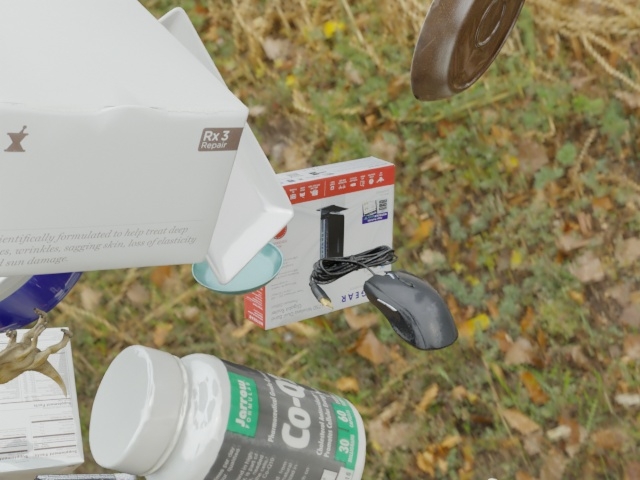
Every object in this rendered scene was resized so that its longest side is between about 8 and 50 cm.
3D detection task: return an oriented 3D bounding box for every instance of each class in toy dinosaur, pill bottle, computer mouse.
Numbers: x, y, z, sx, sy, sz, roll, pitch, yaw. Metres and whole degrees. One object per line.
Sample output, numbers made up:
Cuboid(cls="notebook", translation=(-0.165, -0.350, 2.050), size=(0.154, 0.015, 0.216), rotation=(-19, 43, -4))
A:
Cuboid(cls="toy dinosaur", translation=(-0.331, 0.129, 1.253), size=(0.053, 0.183, 0.092), rotation=(38, 92, 21))
Cuboid(cls="pill bottle", translation=(-0.131, 0.279, 1.573), size=(0.204, 0.361, 0.204), rotation=(-33, 47, 43))
Cuboid(cls="computer mouse", translation=(0.094, 0.085, 1.752), size=(0.184, 0.060, 0.262), rotation=(-12, 40, -23))

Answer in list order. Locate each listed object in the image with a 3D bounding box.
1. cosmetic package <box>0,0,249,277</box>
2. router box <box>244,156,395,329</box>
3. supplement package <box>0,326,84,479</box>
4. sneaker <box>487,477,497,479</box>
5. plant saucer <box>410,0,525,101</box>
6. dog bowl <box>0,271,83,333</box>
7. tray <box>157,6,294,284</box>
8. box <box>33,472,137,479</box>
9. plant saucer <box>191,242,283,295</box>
Cuboid(cls="cosmetic package", translation=(-0.253, -0.138, 0.937), size=(0.217, 0.156, 0.385), rotation=(-2, 36, -36))
Cuboid(cls="router box", translation=(0.000, 0.000, 2.284), size=(0.336, 0.301, 0.082), rotation=(-14, 24, -34))
Cuboid(cls="supplement package", translation=(-0.578, 0.321, 2.066), size=(0.199, 0.198, 0.262), rotation=(-41, 55, 55))
Cuboid(cls="sneaker", translation=(0.232, 0.376, 1.362), size=(0.085, 0.058, 0.152), rotation=(8, 63, 9))
Cuboid(cls="plant saucer", translation=(0.240, -0.340, 1.657), size=(0.050, 0.310, 0.310), rotation=(31, 67, 20))
Cuboid(cls="dog bowl", translation=(-0.417, -0.018, 1.380), size=(0.265, 0.104, 0.264), rotation=(-9, 61, 17))
Cuboid(cls="tray", translation=(-0.134, -0.098, 1.174), size=(0.030, 0.270, 0.145), rotation=(-8, 29, 43))
Cuboid(cls="box", translation=(-0.351, 0.485, 1.617), size=(0.164, 0.247, 0.142), rotation=(-1, 10, 2))
Cuboid(cls="plant saucer", translation=(-0.107, 0.038, 1.427), size=(0.119, 0.021, 0.119), rotation=(-4, 34, 2))
